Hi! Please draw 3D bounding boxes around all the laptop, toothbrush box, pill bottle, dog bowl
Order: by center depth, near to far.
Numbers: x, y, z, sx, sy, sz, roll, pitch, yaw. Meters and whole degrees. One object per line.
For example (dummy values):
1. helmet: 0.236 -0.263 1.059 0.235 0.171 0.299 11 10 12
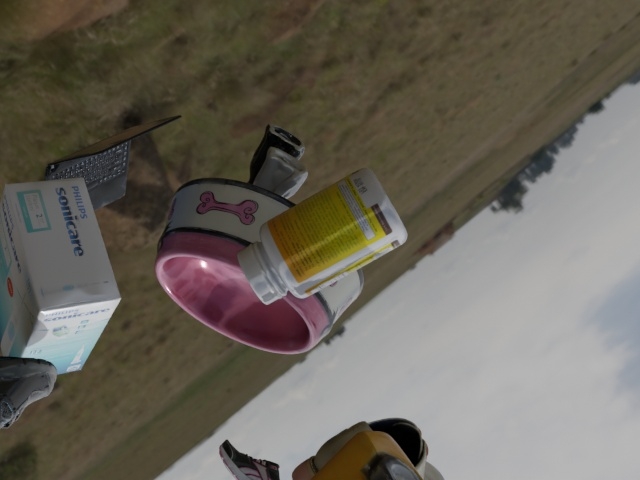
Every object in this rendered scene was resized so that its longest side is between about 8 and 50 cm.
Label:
1. pill bottle: 0.000 0.000 1.142 0.215 0.117 0.117 -29 176 4
2. toothbrush box: -0.435 0.069 1.344 0.126 0.216 0.295 -8 157 -33
3. dog bowl: -0.133 0.067 1.615 0.150 0.408 0.408 -63 -171 -29
4. laptop: -0.412 -0.129 1.676 0.234 0.136 0.264 -37 150 -49

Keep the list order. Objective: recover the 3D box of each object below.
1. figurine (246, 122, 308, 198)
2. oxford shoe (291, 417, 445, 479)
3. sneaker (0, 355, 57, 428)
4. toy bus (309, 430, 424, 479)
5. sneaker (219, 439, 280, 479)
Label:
1. figurine: -0.116 -0.100 1.699 0.209 0.092 0.215 -55 -161 21
2. oxford shoe: 0.118 0.343 1.239 0.146 0.140 0.397 -48 151 8
3. sneaker: -0.468 0.227 1.108 0.125 0.140 0.341 -5 178 17
4. toy bus: 0.110 0.295 0.598 0.108 0.333 0.130 -50 142 16
5. sneaker: -0.117 0.440 1.601 0.077 0.178 0.072 -42 178 -18
